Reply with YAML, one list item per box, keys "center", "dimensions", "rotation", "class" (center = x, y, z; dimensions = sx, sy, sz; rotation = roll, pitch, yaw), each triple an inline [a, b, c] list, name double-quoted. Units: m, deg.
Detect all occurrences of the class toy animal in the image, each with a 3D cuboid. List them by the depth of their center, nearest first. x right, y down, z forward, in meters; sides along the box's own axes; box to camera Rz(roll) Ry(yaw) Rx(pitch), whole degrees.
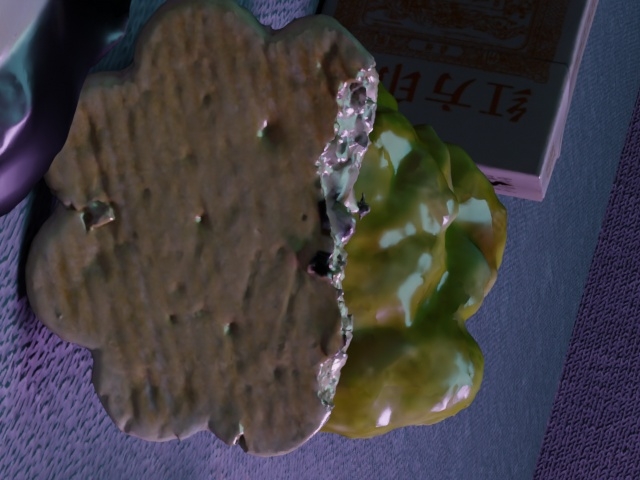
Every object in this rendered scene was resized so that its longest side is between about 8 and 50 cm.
- center: [-0.161, -0.099, 0.677]
  dimensions: [0.179, 0.138, 0.166]
  rotation: [62, 22, -54]
  class: "toy animal"

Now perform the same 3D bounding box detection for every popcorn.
- center: [0.000, 0.000, 1.121]
  dimensions: [0.250, 0.235, 0.242]
  rotation: [-61, 142, -78]
  class: "popcorn"

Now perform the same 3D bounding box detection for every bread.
- center: [-0.066, -0.010, 0.973]
  dimensions: [0.039, 0.181, 0.251]
  rotation: [-74, 171, -77]
  class: "bread"

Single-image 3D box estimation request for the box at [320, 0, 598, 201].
- center: [0.118, -0.217, 1.388]
  dimensions: [0.051, 0.204, 0.365]
  rotation: [65, 40, -65]
  class: "box"
